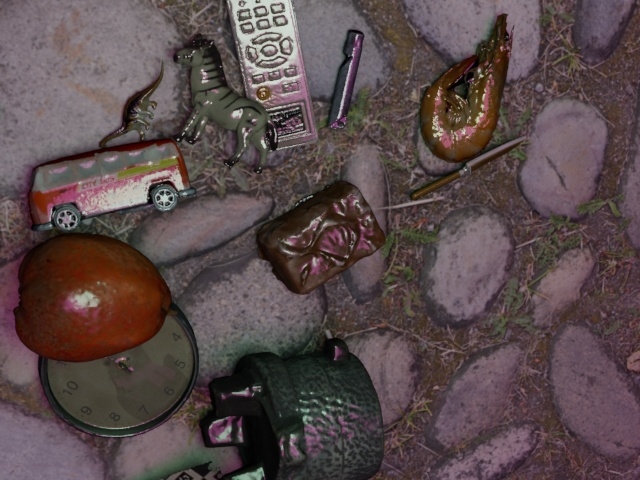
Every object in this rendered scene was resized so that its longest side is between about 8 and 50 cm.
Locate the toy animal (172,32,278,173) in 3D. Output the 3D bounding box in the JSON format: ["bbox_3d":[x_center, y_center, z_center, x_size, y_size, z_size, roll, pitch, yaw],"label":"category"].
[{"bbox_3d":[-0.159,-0.224,1.311,0.217,0.073,0.176,27,102,-7],"label":"toy animal"}]

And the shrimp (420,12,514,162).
[{"bbox_3d":[0.271,-0.285,1.457,0.152,0.063,0.287,12,102,-9],"label":"shrimp"}]

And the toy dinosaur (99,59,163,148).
[{"bbox_3d":[-0.295,-0.212,1.300,0.058,0.037,0.180,34,93,-27],"label":"toy dinosaur"}]

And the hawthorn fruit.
[{"bbox_3d":[-0.340,0.091,1.235,0.262,0.210,0.210,7,102,-27],"label":"hawthorn fruit"}]

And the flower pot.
[{"bbox_3d":[-0.054,0.327,1.383,0.283,0.299,0.299,-6,106,-21],"label":"flower pot"}]

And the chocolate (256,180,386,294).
[{"bbox_3d":[0.000,0.000,1.422,0.214,0.093,0.148,-34,110,-7],"label":"chocolate"}]

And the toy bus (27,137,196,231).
[{"bbox_3d":[-0.345,-0.091,1.278,0.265,0.121,0.120,-14,99,-13],"label":"toy bus"}]

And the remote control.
[{"bbox_3d":[-0.085,-0.310,1.337,0.109,0.055,0.313,-12,112,-4],"label":"remote control"}]

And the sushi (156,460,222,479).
[{"bbox_3d":[-0.268,0.554,1.507,0.264,0.050,0.290,-21,113,3],"label":"sushi"}]

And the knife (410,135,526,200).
[{"bbox_3d":[0.287,-0.138,1.505,0.256,0.046,0.022,-27,70,-9],"label":"knife"}]

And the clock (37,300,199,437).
[{"bbox_3d":[-0.353,0.217,1.386,0.280,0.055,0.280,-5,106,-17],"label":"clock"}]

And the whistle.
[{"bbox_3d":[0.045,-0.285,1.394,0.033,0.033,0.176,9,101,-20],"label":"whistle"}]
